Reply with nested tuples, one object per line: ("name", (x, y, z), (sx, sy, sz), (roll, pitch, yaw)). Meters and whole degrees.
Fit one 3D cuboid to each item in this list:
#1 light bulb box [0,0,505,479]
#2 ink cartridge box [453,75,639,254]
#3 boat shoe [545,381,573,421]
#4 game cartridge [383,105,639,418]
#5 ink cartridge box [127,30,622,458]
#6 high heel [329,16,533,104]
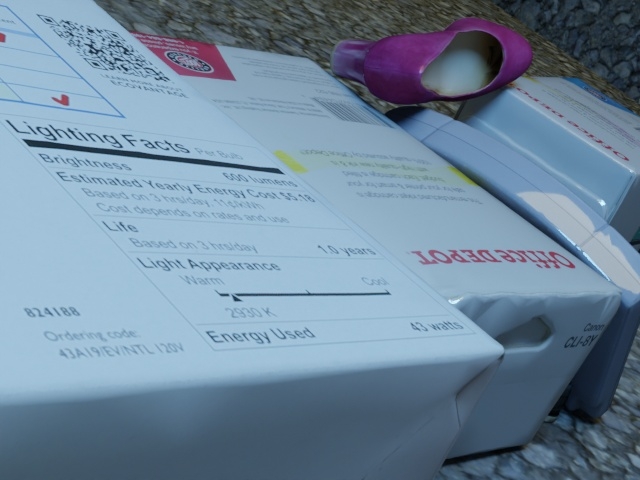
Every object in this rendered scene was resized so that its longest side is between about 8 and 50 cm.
("light bulb box", (-0.182, 0.038, 0.610), (0.358, 0.225, 0.361), (2, 32, -50))
("ink cartridge box", (0.255, -0.048, 1.465), (0.198, 0.197, 0.270), (37, 22, 24))
("boat shoe", (0.161, 0.106, 1.201), (0.133, 0.042, 0.049), (34, 23, 20))
("game cartridge", (0.158, 0.010, 1.217), (0.060, 0.196, 0.294), (-36, 59, -28))
("ink cartridge box", (0.000, 0.000, 1.075), (0.384, 0.160, 0.279), (39, 22, 32))
("high heel", (0.134, -0.161, 1.250), (0.244, 0.082, 0.117), (0, 15, -39))
